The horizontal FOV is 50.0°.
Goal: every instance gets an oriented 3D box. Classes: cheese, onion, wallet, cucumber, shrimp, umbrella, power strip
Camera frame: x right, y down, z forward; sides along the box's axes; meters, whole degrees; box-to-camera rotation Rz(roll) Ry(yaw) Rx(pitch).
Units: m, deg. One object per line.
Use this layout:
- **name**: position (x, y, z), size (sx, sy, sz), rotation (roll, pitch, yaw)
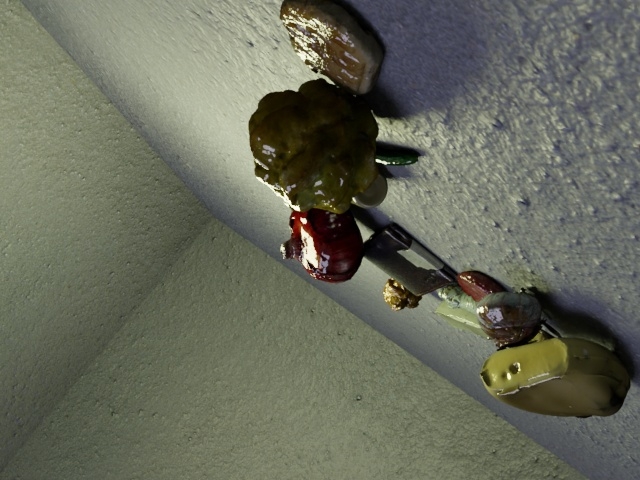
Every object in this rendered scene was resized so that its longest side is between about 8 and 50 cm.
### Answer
- **cheese**: position (0.515, 0.295, 1.430), size (0.315, 0.128, 0.259), rotation (27, 149, -29)
- **onion**: position (0.000, 0.000, 1.804), size (0.252, 0.219, 0.252), rotation (47, 148, 41)
- **wallet**: position (0.222, 0.057, 1.791), size (0.221, 0.071, 0.262), rotation (40, 163, -3)
- **cucumber**: position (0.120, -0.159, 1.287), size (0.184, 0.036, 0.033), rotation (22, 151, 53)
- **shrimp**: position (0.422, 0.173, 1.460), size (0.343, 0.145, 0.117), rotation (39, -145, -60)
- **umbrella**: position (0.357, 0.147, 1.721), size (0.143, 0.062, 0.067), rotation (14, 120, 44)
- **power strip**: position (0.422, 0.226, 1.865), size (0.080, 0.048, 0.286), rotation (41, 169, -26)

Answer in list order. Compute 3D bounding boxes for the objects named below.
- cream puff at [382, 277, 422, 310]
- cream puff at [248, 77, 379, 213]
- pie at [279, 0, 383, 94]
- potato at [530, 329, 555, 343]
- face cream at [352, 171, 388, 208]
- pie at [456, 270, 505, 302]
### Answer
- **cream puff**: position (0.242, 0.154, 2.000), size (0.122, 0.116, 0.094), rotation (28, -167, -45)
- **cream puff**: position (-0.005, -0.161, 1.149), size (0.244, 0.244, 0.196), rotation (36, 170, 13)
- **pie**: position (0.013, -0.297, 1.033), size (0.195, 0.046, 0.195), rotation (35, 169, 8)
- **potato**: position (0.500, 0.264, 1.615), size (0.096, 0.103, 0.066), rotation (24, 165, 50)
- **face cream**: position (0.043, -0.141, 1.539), size (0.137, 0.084, 0.341), rotation (33, 180, -24)
- **pie**: position (0.380, 0.120, 1.589), size (0.154, 0.036, 0.154), rotation (37, 170, 8)
